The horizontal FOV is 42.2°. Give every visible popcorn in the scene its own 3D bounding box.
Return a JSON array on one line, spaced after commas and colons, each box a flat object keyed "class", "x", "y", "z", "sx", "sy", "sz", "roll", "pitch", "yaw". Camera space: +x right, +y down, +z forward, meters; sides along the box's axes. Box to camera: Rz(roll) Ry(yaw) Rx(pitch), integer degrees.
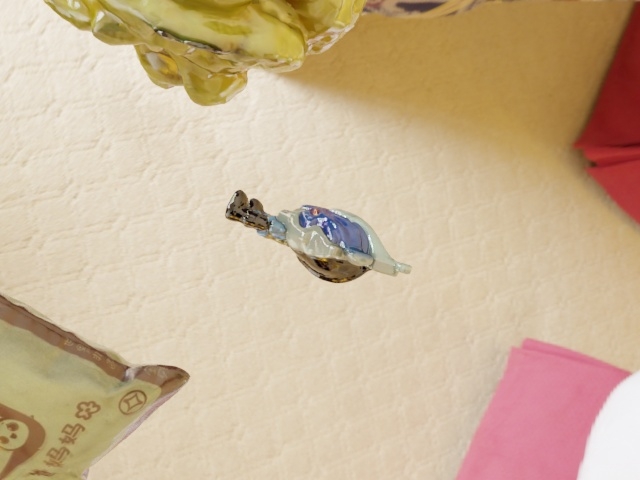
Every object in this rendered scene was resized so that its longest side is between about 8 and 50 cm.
[{"class": "popcorn", "x": -0.094, "y": -0.233, "z": 0.704, "sx": 0.286, "sy": 0.252, "sz": 0.215, "roll": 12, "pitch": 85, "yaw": 17}]

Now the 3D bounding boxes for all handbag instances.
[{"class": "handbag", "x": -0.233, "y": 0.101, "z": 0.534, "sx": 0.235, "sy": 0.213, "sz": 0.127, "roll": 34, "pitch": 28, "yaw": -13}]

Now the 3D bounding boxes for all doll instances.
[{"class": "doll", "x": 0.000, "y": 0.000, "z": 0.799, "sx": 0.096, "sy": 0.195, "sz": 0.070, "roll": 10, "pitch": 99, "yaw": -64}]
